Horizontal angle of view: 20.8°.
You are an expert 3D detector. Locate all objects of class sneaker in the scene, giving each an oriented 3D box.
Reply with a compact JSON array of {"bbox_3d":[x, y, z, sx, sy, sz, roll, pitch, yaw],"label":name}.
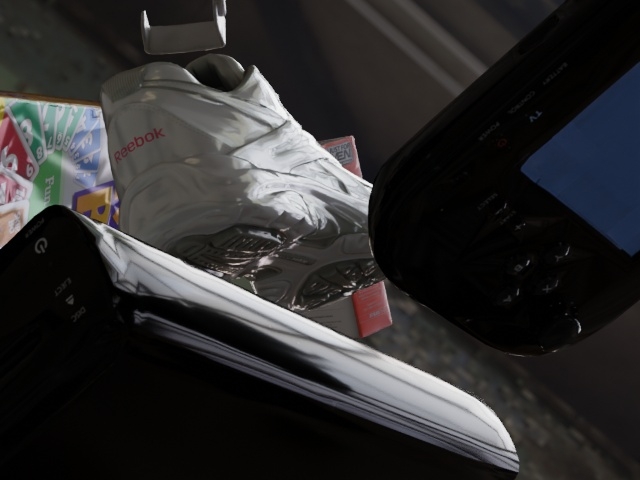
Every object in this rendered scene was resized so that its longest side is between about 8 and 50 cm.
[{"bbox_3d":[-0.023,-0.033,0.824,0.090,0.232,0.115,-26,-109,18],"label":"sneaker"}]

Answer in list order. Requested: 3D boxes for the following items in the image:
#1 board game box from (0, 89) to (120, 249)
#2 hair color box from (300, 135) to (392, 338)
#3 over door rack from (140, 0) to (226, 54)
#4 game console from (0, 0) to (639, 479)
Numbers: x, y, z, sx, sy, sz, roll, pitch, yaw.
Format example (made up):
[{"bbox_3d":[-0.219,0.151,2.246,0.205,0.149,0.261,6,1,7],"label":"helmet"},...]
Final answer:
[{"bbox_3d":[-0.145,-0.017,0.972,0.259,0.039,0.124,-5,110,-70],"label":"board game box"},{"bbox_3d":[0.000,0.000,1.259,0.072,0.141,0.043,-6,-170,39],"label":"hair color box"},{"bbox_3d":[-0.040,-0.291,1.054,0.324,0.108,0.240,118,-25,-64],"label":"over door rack"},{"bbox_3d":[0.037,0.001,0.446,0.361,0.213,0.044,-42,-122,14],"label":"game console"}]
